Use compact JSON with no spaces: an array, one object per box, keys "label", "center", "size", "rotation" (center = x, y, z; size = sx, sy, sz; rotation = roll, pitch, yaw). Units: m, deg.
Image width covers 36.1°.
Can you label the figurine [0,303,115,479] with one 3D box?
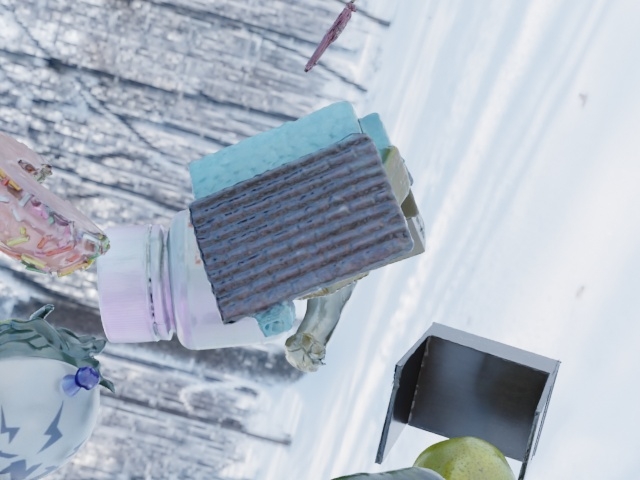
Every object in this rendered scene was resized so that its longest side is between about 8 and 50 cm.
[{"label":"figurine","center":[-0.404,0.237,1.151],"size":[0.382,0.186,0.261],"rotation":[-44,-27,11]}]

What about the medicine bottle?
[{"label":"medicine bottle","center":[-0.214,0.067,1.680],"size":[0.241,0.302,0.241],"rotation":[175,90,-87]}]

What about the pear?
[{"label":"pear","center":[0.210,0.393,1.481],"size":[0.198,0.198,0.198],"rotation":[-164,90,-87]}]

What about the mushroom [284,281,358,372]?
[{"label":"mushroom","center":[0.004,0.116,1.652],"size":[0.092,0.081,0.223],"rotation":[93,-162,-68]}]

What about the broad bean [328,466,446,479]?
[{"label":"broad bean","center":[0.028,0.236,0.699],"size":[0.049,0.144,0.292],"rotation":[-56,-6,32]}]

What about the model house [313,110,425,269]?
[{"label":"model house","center":[0.042,-0.094,1.486],"size":[0.176,0.181,0.248],"rotation":[-88,-22,-61]}]

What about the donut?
[{"label":"donut","center":[-0.357,-0.053,1.126],"size":[0.085,0.233,0.199],"rotation":[-47,-36,3]}]

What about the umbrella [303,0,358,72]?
[{"label":"umbrella","center":[0.022,-0.353,1.665],"size":[0.165,0.025,0.027],"rotation":[-54,45,10]}]

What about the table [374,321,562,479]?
[{"label":"table","center":[0.258,0.296,1.692],"size":[0.282,0.250,0.196],"rotation":[-29,-46,-69]}]

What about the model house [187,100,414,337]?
[{"label":"model house","center":[0.000,0.000,1.268],"size":[0.230,0.280,0.249],"rotation":[61,-171,-50]}]
